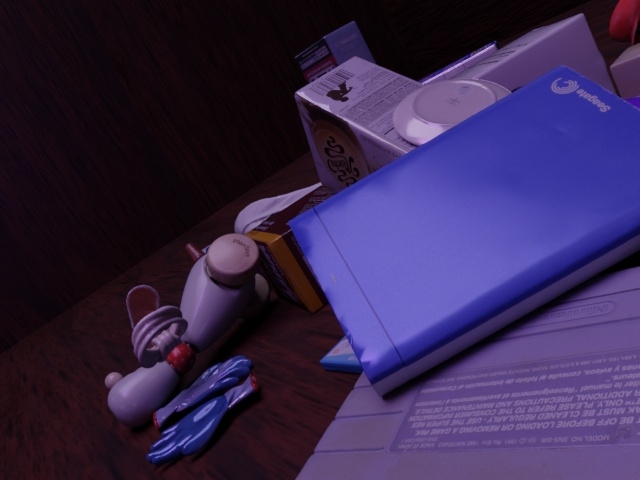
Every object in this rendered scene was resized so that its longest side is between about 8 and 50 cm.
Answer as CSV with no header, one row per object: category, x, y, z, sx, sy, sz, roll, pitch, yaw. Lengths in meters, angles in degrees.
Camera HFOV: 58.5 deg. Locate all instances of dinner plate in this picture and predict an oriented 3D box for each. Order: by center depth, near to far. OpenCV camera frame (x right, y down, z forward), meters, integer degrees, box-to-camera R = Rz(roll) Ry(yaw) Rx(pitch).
dinner plate,0.152,-0.152,0.653,0.141,0.017,0.141,-8,43,7

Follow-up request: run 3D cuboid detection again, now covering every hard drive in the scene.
hard drive,0.145,-0.027,0.514,0.319,0.040,0.210,-30,44,1

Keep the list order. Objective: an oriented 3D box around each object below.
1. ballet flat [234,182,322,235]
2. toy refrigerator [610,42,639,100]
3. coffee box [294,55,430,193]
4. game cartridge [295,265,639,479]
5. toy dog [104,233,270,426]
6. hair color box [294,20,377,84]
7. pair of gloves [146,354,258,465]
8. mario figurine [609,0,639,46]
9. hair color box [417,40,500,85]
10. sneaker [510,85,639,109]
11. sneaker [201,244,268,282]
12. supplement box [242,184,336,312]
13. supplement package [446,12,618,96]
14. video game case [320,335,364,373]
ballet flat,-0.071,-0.030,1.255,0.400,0.139,0.139,-18,19,39
toy refrigerator,0.550,-0.251,0.758,0.094,0.102,0.269,-40,16,-35
coffee box,0.113,-0.106,0.751,0.119,0.168,0.297,-36,47,-17
game cartridge,0.166,0.107,0.390,0.355,0.068,0.230,-19,22,39
toy dog,-0.222,0.109,0.898,0.161,0.220,0.334,27,36,22
hair color box,0.096,-0.379,1.571,0.114,0.374,0.185,-36,15,-22
pair of gloves,-0.151,0.214,0.738,0.159,0.023,0.198,-35,13,-9
mario figurine,0.606,-0.336,0.862,0.320,0.198,0.170,6,53,48
hair color box,0.249,-0.253,1.213,0.339,0.185,0.110,-23,14,26
sneaker,0.326,-0.156,0.794,0.293,0.146,0.102,-24,15,25
sneaker,-0.170,0.048,1.194,0.153,0.099,0.282,-35,20,3
supplement box,0.000,0.000,0.953,0.194,0.129,0.191,-34,14,-16
supplement package,0.319,-0.227,0.991,0.293,0.177,0.175,-30,13,0
video game case,0.088,0.096,0.672,0.166,0.015,0.119,-40,17,-34
